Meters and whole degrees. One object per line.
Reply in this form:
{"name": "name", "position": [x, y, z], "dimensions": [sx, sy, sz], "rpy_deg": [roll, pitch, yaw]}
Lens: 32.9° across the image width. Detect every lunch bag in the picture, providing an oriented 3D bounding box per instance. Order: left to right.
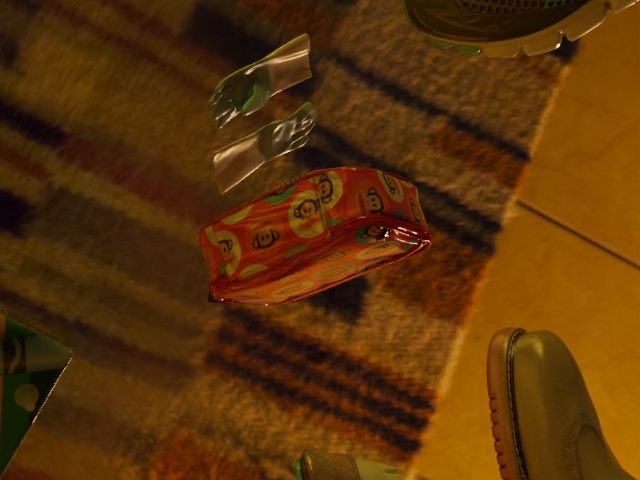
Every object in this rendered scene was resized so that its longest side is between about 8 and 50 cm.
{"name": "lunch bag", "position": [0.000, 0.000, 1.531], "dimensions": [0.258, 0.293, 0.120], "rpy_deg": [13, 58, -60]}

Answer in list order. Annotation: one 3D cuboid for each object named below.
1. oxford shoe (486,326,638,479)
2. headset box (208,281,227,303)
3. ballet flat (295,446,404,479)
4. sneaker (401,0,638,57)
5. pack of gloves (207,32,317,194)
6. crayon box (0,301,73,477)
{"name": "oxford shoe", "position": [0.243, 0.231, 0.768], "dimensions": [0.140, 0.146, 0.397], "rpy_deg": [-16, 80, -62]}
{"name": "headset box", "position": [-0.154, 0.051, 1.676], "dimensions": [0.032, 0.062, 0.083], "rpy_deg": [6, 98, -6]}
{"name": "ballet flat", "position": [0.050, 0.299, 1.202], "dimensions": [0.106, 0.316, 0.107], "rpy_deg": [-17, 57, 1]}
{"name": "sneaker", "position": [0.102, -0.119, 0.379], "dimensions": [0.076, 0.166, 0.065], "rpy_deg": [50, 31, -51]}
{"name": "pack of gloves", "position": [-0.081, -0.202, 1.770], "dimensions": [0.232, 0.046, 0.195], "rpy_deg": [-35, 134, -31]}
{"name": "crayon box", "position": [-0.347, 0.166, 0.762], "dimensions": [0.203, 0.083, 0.323], "rpy_deg": [32, 85, -24]}
